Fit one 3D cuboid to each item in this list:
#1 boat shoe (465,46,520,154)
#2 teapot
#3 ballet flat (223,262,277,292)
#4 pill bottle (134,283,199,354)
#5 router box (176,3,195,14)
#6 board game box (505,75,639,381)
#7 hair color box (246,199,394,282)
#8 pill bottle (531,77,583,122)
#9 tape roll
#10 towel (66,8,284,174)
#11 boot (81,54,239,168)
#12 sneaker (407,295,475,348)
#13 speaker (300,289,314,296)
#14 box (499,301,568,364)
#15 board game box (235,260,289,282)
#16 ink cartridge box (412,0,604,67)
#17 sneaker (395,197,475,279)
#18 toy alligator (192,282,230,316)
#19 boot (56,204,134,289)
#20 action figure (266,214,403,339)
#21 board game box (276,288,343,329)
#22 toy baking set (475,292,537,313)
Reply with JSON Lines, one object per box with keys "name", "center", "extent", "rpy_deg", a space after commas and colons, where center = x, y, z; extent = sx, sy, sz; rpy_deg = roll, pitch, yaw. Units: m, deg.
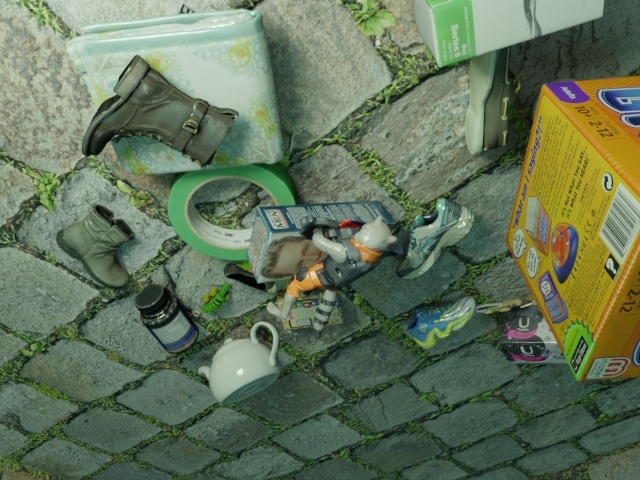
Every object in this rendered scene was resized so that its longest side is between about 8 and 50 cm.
{"name": "boat shoe", "center": [0.381, -0.325, 1.105], "extent": [0.091, 0.109, 0.305], "rpy_deg": [-8, 138, 2]}
{"name": "teapot", "center": [-0.262, 0.405, 1.661], "extent": [0.256, 0.187, 0.252], "rpy_deg": [-20, 156, -21]}
{"name": "ballet flat", "center": [-0.199, 0.117, 1.429], "extent": [0.173, 0.049, 0.057], "rpy_deg": [25, 127, -24]}
{"name": "pill bottle", "center": [-0.467, 0.236, 1.525], "extent": [0.123, 0.123, 0.219], "rpy_deg": [-14, 130, 8]}
{"name": "router box", "center": [-0.274, -0.372, 1.049], "extent": [0.133, 0.046, 0.179], "rpy_deg": [30, 124, -28]}
{"name": "board game box", "center": [0.566, -0.032, 0.828], "extent": [0.356, 0.356, 0.356], "rpy_deg": [-5, 131, 0]}
{"name": "hair color box", "center": [0.000, 0.000, 1.292], "extent": [0.347, 0.105, 0.174], "rpy_deg": [-5, 134, -26]}
{"name": "pill bottle", "center": [0.572, -0.230, 1.082], "extent": [0.161, 0.283, 0.161], "rpy_deg": [-2, 131, -2]}
{"name": "tape roll", "center": [-0.221, -0.088, 1.287], "extent": [0.321, 0.077, 0.321], "rpy_deg": [-3, 132, -3]}
{"name": "towel", "center": [-0.278, -0.290, 1.036], "extent": [0.374, 0.090, 0.320], "rpy_deg": [-5, 136, 2]}
{"name": "boot", "center": [-0.316, -0.208, 0.990], "extent": [0.229, 0.091, 0.263], "rpy_deg": [32, 123, -30]}
{"name": "sneaker", "center": [0.381, 0.247, 1.625], "extent": [0.126, 0.091, 0.240], "rpy_deg": [37, 109, -17]}
{"name": "speaker", "center": [-0.015, 0.111, 1.494], "extent": [0.055, 0.055, 0.136], "rpy_deg": [35, 120, -30]}
{"name": "box", "center": [0.710, 0.292, 1.592], "extent": [0.247, 0.163, 0.142], "rpy_deg": [-8, 134, 33]}
{"name": "board game box", "center": [-0.155, 0.074, 1.458], "extent": [0.181, 0.043, 0.092], "rpy_deg": [3, 132, -6]}
{"name": "ink cartridge box", "center": [0.327, -0.449, 0.916], "extent": [0.289, 0.211, 0.121], "rpy_deg": [-14, 131, 9]}
{"name": "sneaker", "center": [0.289, -0.009, 1.399], "extent": [0.122, 0.110, 0.283], "rpy_deg": [34, 120, -9]}
{"name": "toy alligator", "center": [-0.338, 0.200, 1.549], "extent": [0.056, 0.051, 0.190], "rpy_deg": [32, 122, -28]}
{"name": "boot", "center": [-0.568, 0.025, 1.363], "extent": [0.161, 0.083, 0.246], "rpy_deg": [-27, 130, 11]}
{"name": "action figure", "center": [0.074, 0.075, 1.203], "extent": [0.341, 0.178, 0.330], "rpy_deg": [9, 134, -36]}
{"name": "board game box", "center": [-0.031, 0.213, 1.590], "extent": [0.193, 0.045, 0.147], "rpy_deg": [-6, 132, 1]}
{"name": "toy baking set", "center": [0.583, 0.192, 1.552], "extent": [0.197, 0.030, 0.256], "rpy_deg": [-12, 172, 2]}
